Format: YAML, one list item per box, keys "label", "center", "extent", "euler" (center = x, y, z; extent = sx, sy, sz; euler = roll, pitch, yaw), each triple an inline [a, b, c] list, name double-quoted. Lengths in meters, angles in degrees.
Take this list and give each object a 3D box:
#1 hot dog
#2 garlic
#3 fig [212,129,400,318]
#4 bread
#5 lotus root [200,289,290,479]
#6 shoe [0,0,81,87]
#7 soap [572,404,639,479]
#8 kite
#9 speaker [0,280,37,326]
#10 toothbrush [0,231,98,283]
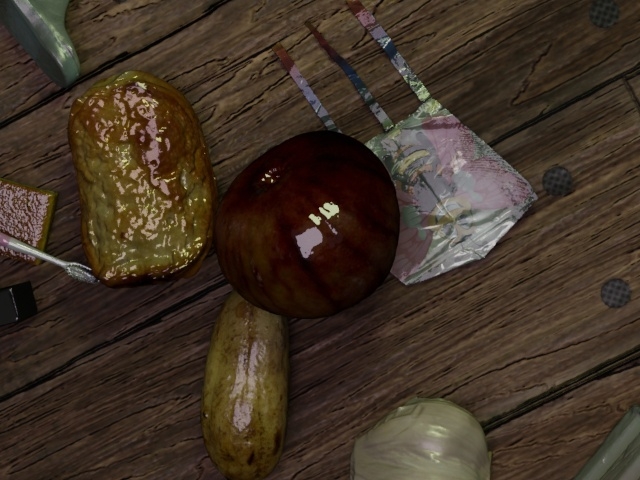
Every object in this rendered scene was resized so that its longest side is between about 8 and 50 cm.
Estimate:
- label: "hot dog"
  center: [-0.218, -0.075, 1.828]
  extent: [0.175, 0.114, 0.259]
  euler: [-7, 92, 12]
- label: "garlic"
  center: [0.118, 0.312, 1.808]
  extent: [0.178, 0.143, 0.229]
  euler: [7, 104, 4]
- label: "fig"
  center: [-0.007, -0.013, 1.752]
  extent: [0.214, 0.235, 0.235]
  euler: [40, 98, -9]
- label: "bread"
  center: [-0.382, -0.024, 1.886]
  extent: [0.090, 0.035, 0.094]
  euler: [15, 96, 5]
- label: "lotus root"
  center: [-0.092, 0.177, 1.843]
  extent: [0.110, 0.097, 0.258]
  euler: [2, 91, 9]
- label: "shoe"
  center: [-0.343, -0.280, 1.852]
  extent: [0.078, 0.079, 0.195]
  euler: [-31, 81, -27]
- label: "soap"
  center: [0.334, 0.441, 1.704]
  extent: [0.213, 0.350, 0.435]
  euler: [38, 99, -6]
- label: "kite"
  center: [0.096, -0.127, 1.833]
  extent: [0.204, 0.022, 0.360]
  euler: [-33, 91, 11]
- label: "speaker"
  center: [-0.470, 0.103, 1.884]
  extent: [0.218, 0.082, 0.044]
  euler: [-16, 93, 7]
- label: "toothbrush"
  center: [-0.404, -0.005, 1.859]
  extent: [0.286, 0.025, 0.020]
  euler: [22, 96, 4]
